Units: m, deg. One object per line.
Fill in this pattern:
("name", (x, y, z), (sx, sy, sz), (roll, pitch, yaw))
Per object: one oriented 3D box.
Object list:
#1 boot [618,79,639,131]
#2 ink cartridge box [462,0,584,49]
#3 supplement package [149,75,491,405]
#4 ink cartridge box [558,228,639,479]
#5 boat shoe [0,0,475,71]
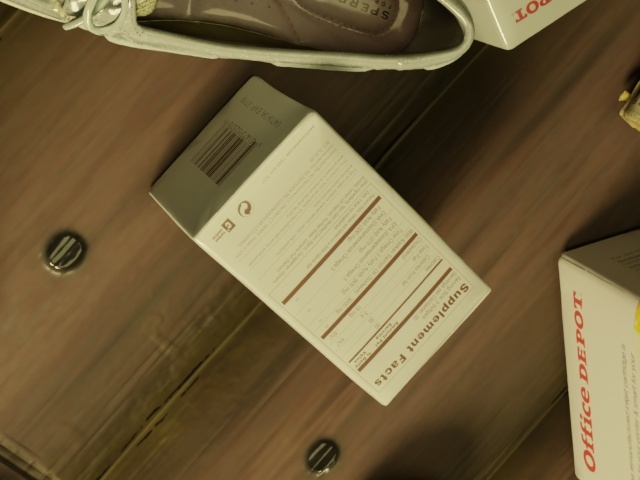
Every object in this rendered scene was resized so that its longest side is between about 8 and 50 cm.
("boot", (0.267, -0.169, 0.906), (0.262, 0.095, 0.203), (36, 92, -33))
("ink cartridge box", (0.120, -0.227, 0.830), (0.127, 0.072, 0.175), (-34, 117, -10))
("supplement package", (0.000, 0.000, 0.838), (0.105, 0.105, 0.179), (-48, 120, -2))
("ink cartridge box", (0.324, 0.111, 0.925), (0.197, 0.270, 0.198), (-17, 114, -19))
("boat shoe", (-0.064, -0.159, 0.756), (0.320, 0.103, 0.118), (13, 102, -27))
